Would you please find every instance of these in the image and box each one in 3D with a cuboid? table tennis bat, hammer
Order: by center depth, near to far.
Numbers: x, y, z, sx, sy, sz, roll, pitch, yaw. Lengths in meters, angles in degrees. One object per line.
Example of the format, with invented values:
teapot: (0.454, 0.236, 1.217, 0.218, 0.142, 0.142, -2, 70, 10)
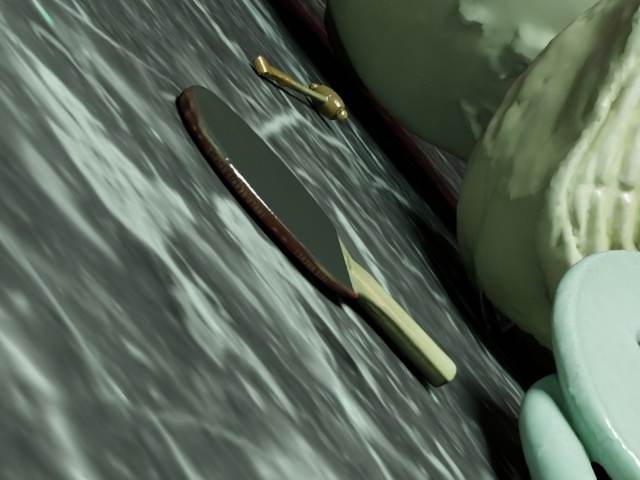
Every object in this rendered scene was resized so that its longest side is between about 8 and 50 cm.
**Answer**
table tennis bat: (0.000, 0.000, 0.755, 0.156, 0.013, 0.087, 48, 9, -20)
hammer: (-0.012, -0.080, 1.036, 0.029, 0.014, 0.123, 45, 9, 16)

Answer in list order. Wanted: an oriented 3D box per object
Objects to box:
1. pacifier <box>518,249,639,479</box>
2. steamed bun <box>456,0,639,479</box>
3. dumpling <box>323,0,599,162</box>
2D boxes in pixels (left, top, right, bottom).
pacifier: (0.239, 0.101, 0.791, 0.288, 0.269, 0.343, -4, 49, -53)
steamed bun: (0.210, 0.001, 1.102, 0.206, 0.275, 0.320, -146, -131, -72)
dumpling: (0.164, -0.149, 1.250, 0.315, 0.233, 0.395, 35, -29, -6)
